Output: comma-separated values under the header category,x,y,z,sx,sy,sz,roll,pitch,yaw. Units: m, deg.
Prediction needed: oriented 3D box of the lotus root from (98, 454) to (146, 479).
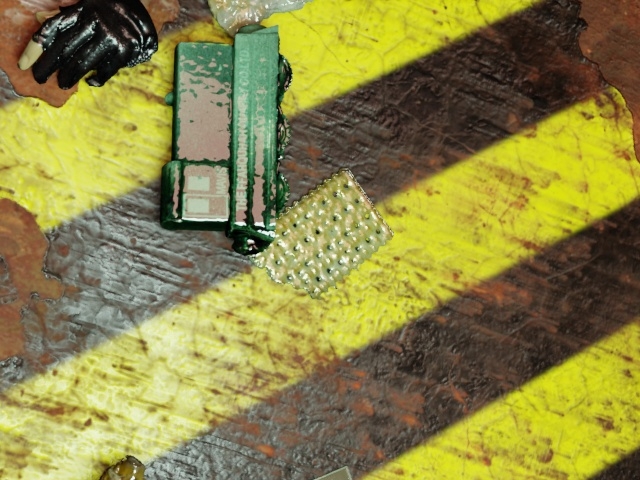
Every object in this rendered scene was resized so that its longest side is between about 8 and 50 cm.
category,x,y,z,sx,sy,sz,roll,pitch,yaw
lotus root,-0.308,0.445,1.477,0.169,0.151,0.342,19,81,-2

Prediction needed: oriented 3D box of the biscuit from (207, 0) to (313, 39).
category,x,y,z,sx,sy,sz,roll,pitch,yaw
biscuit,-0.074,-0.410,1.650,0.188,0.040,0.265,27,81,-13

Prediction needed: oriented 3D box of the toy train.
category,x,y,z,sx,sy,sz,roll,pitch,yaw
toy train,-0.131,-0.143,1.569,0.178,0.138,0.330,1,82,-8

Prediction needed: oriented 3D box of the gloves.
category,x,y,z,sx,sy,sz,roll,pitch,yaw
gloves,-0.325,-0.273,1.536,0.181,0.106,0.129,-27,96,-20

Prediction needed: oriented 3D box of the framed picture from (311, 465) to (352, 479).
category,x,y,z,sx,sy,sz,roll,pitch,yaw
framed picture,0.024,0.382,1.649,0.066,0.007,0.089,-21,92,-16

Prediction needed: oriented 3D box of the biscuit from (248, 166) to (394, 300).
category,x,y,z,sx,sy,sz,roll,pitch,yaw
biscuit,0.000,0.000,1.659,0.203,0.016,0.144,-39,97,-15
